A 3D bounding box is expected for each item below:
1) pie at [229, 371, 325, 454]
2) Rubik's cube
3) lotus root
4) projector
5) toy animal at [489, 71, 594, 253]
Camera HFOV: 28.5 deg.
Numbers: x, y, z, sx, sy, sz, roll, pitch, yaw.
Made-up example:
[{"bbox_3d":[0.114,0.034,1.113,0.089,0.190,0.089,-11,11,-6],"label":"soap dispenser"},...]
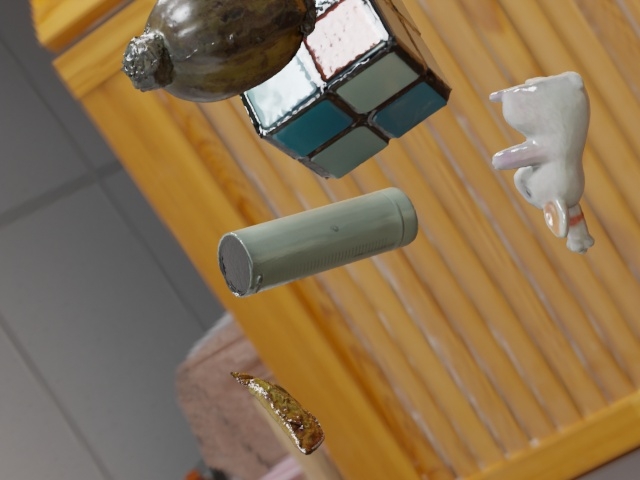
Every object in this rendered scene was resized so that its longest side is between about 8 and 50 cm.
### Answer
[{"bbox_3d":[-0.054,0.255,1.934,0.191,0.033,0.088,43,-160,29],"label":"pie"},{"bbox_3d":[0.011,-0.198,1.372,0.167,0.183,0.180,27,-145,-57],"label":"Rubik's cube"},{"bbox_3d":[-0.094,-0.191,1.164,0.209,0.120,0.120,-26,-97,-28],"label":"lotus root"},{"bbox_3d":[0.000,0.000,2.051,0.337,0.108,0.108,-16,-108,-32],"label":"projector"},{"bbox_3d":[0.333,-0.112,1.881,0.140,0.138,0.282,-22,-65,-55],"label":"toy animal"}]
